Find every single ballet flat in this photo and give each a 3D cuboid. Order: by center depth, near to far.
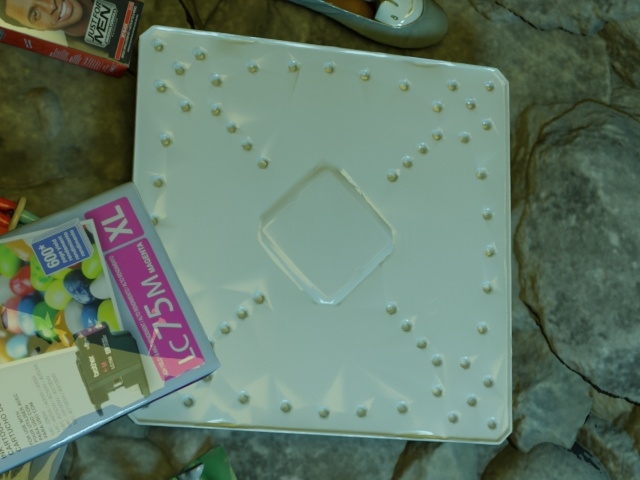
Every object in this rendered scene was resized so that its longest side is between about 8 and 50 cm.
[{"bbox_3d":[0.041,-0.252,1.779,0.213,0.068,0.072,17,73,-14],"label":"ballet flat"}]

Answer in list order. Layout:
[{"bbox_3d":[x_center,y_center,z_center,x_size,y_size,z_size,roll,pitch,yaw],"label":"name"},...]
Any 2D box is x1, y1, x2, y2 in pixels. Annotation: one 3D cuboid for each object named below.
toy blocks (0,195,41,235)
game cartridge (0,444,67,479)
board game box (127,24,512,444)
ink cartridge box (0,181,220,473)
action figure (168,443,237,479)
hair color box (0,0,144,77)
[{"bbox_3d":[-0.310,-0.017,1.586,0.148,0.123,0.054,23,106,-12],"label":"toy blocks"},{"bbox_3d":[-0.328,0.166,1.572,0.198,0.062,0.297,25,71,-16],"label":"game cartridge"},{"bbox_3d":[0.000,0.000,1.718,0.390,0.050,0.390,5,76,-17],"label":"board game box"},{"bbox_3d":[-0.261,0.092,1.479,0.311,0.065,0.186,-24,86,-20],"label":"ink cartridge box"},{"bbox_3d":[-0.078,0.321,1.617,0.137,0.063,0.232,-34,93,-25],"label":"action figure"},{"bbox_3d":[-0.249,-0.215,1.688,0.141,0.043,0.072,15,74,-14],"label":"hair color box"}]
